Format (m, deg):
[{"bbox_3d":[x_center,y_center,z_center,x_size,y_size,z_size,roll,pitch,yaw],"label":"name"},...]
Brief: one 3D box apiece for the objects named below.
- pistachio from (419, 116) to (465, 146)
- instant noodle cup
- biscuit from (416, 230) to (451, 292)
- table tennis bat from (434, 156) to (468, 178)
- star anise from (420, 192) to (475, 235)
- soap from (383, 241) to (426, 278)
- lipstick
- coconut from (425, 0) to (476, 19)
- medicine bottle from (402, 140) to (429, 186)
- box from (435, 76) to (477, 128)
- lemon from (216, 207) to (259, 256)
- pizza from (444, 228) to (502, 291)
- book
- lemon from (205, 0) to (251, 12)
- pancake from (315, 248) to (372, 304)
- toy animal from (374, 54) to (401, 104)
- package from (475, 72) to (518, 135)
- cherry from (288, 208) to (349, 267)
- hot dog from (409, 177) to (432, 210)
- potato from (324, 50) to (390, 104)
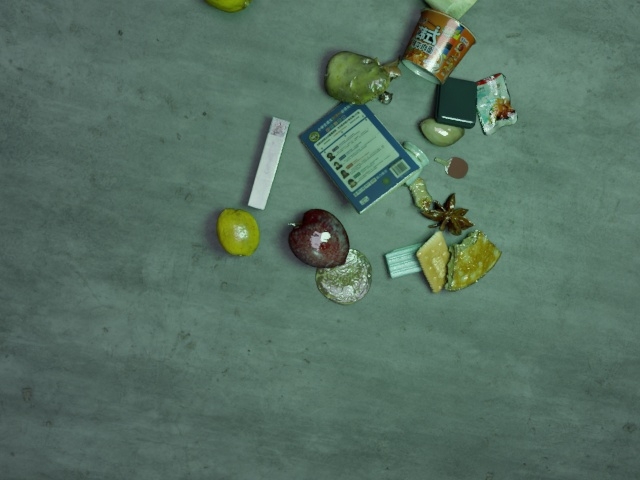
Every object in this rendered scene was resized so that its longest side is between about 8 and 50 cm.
[{"bbox_3d":[0.499,-0.452,1.790,0.185,0.124,0.124,18,96,-6],"label":"pistachio"},{"bbox_3d":[0.448,-0.747,1.700,0.250,0.250,0.192,29,105,-7],"label":"instant noodle cup"},{"bbox_3d":[0.497,0.095,1.842,0.160,0.030,0.250,-42,123,-18],"label":"biscuit"},{"bbox_3d":[0.561,-0.321,1.868,0.156,0.013,0.087,20,98,-8],"label":"table tennis bat"},{"bbox_3d":[0.549,-0.100,1.847,0.212,0.111,0.196,32,73,23],"label":"star anise"},{"bbox_3d":[0.382,0.085,1.881,0.198,0.063,0.114,-14,98,-2],"label":"soap"},{"bbox_3d":[-0.211,-0.312,1.784,0.076,0.080,0.371,16,95,-6],"label":"lipstick"},{"bbox_3d":[0.504,-1.001,1.672,0.244,0.239,0.239,40,93,-9],"label":"coconut"},{"bbox_3d":[0.352,-0.314,1.787,0.147,0.147,0.143,41,90,-8],"label":"medicine bottle"},{"bbox_3d":[0.550,-0.559,1.757,0.160,0.050,0.230,11,64,1],"label":"box"},{"bbox_3d":[-0.334,-0.034,1.770,0.170,0.170,0.207,-12,95,-2],"label":"lemon"},{"bbox_3d":[0.632,0.074,1.855,0.323,0.089,0.223,-32,112,-19],"label":"pizza"},{"bbox_3d":[0.149,-0.352,1.740,0.300,0.039,0.428,-36,74,3],"label":"book"},{"bbox_3d":[-0.364,-0.987,1.614,0.236,0.236,0.263,-46,119,3],"label":"lemon"},{"bbox_3d":[0.107,0.161,1.890,0.250,0.031,0.250,0,97,-3],"label":"pancake"},{"bbox_3d":[0.272,-0.664,1.771,0.188,0.089,0.179,-37,103,1],"label":"toy animal"},{"bbox_3d":[0.732,-0.573,1.833,0.166,0.040,0.232,-20,97,0],"label":"package"},{"bbox_3d":[0.000,0.000,1.780,0.300,0.203,0.230,40,80,-15],"label":"cherry"},{"bbox_3d":[0.425,-0.196,1.845,0.078,0.061,0.169,-16,75,2],"label":"hot dog"},{"bbox_3d":[0.139,-0.627,1.696,0.296,0.141,0.191,29,97,34],"label":"potato"}]
